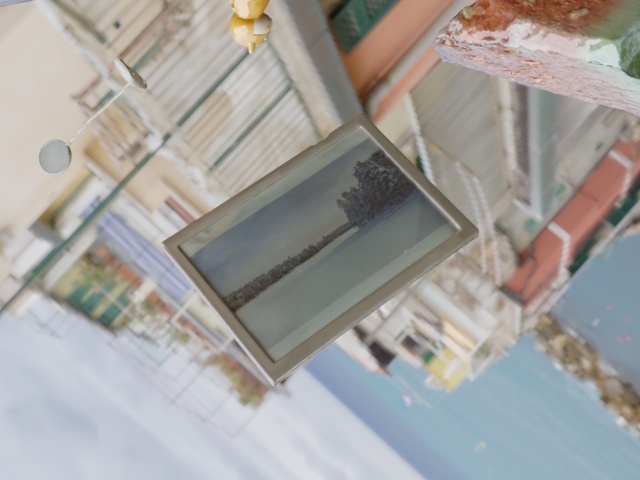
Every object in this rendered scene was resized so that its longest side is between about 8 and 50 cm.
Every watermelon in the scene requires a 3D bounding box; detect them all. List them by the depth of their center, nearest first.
[{"bbox_3d":[0.234,-0.207,1.115,0.256,0.140,0.193,10,167,28],"label":"watermelon"}]

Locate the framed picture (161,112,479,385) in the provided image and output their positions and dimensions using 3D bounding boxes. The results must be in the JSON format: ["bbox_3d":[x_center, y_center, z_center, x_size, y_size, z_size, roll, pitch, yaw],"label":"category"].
[{"bbox_3d":[0.000,0.000,1.232,0.213,0.289,0.016,48,162,24],"label":"framed picture"}]

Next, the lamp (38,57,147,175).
[{"bbox_3d":[-0.317,-0.165,1.496,0.050,0.198,0.056,52,-166,18],"label":"lamp"}]

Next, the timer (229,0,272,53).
[{"bbox_3d":[-0.083,-0.306,1.350,0.132,0.132,0.152,37,133,43],"label":"timer"}]

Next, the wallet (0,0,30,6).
[{"bbox_3d":[-0.332,-0.318,1.151,0.044,0.250,0.149,-59,-41,-68],"label":"wallet"}]
